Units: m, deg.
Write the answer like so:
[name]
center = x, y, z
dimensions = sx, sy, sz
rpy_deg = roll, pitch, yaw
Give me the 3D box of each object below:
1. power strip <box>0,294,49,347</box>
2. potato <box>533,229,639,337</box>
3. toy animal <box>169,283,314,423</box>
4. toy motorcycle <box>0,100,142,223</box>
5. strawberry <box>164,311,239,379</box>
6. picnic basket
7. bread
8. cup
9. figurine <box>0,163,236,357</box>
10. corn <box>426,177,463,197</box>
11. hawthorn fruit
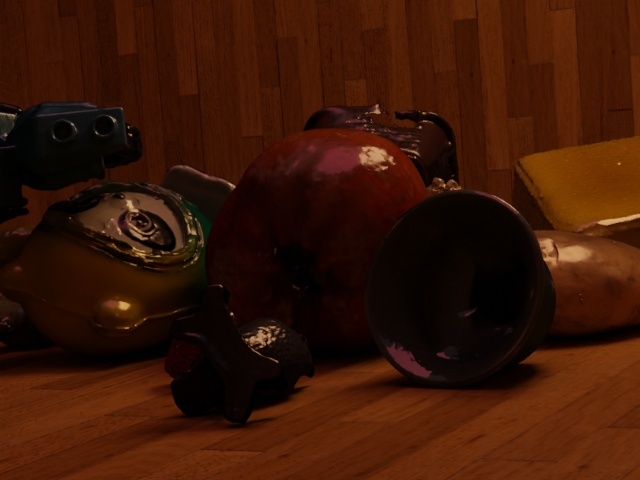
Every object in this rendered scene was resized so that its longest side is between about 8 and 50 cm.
[power strip]
center = -0.334, 0.072, 2.149
dimensions = 0.092, 0.066, 0.387
rpy_deg = 9, 20, 28
[potato]
center = 0.299, 0.055, 1.788
dimensions = 0.235, 0.128, 0.161
rpy_deg = -2, 18, -41
[toy animal]
center = -0.069, 0.132, 1.491
dimensions = 0.117, 0.121, 0.210
rpy_deg = -47, -21, 5
[toy motorcycle]
center = -0.419, -0.098, 1.810
dimensions = 0.416, 0.172, 0.232
rpy_deg = -5, -8, -5
[strawberry]
center = -0.121, 0.117, 1.628
dimensions = 0.096, 0.083, 0.083
rpy_deg = -33, -3, 14
[picnic basket]
center = 0.072, -0.017, 1.995
dimensions = 0.223, 0.296, 0.129
rpy_deg = 2, 22, 5
[bread]
center = 0.436, -0.027, 2.056
dimensions = 0.324, 0.143, 0.333
rpy_deg = -8, 22, -2
[cup]
center = 0.167, 0.061, 1.576
dimensions = 0.199, 0.199, 0.150
rpy_deg = -1, -13, 33
[figurine]
center = -0.238, 0.036, 1.949
dimensions = 0.324, 0.231, 0.340
rpy_deg = 21, 24, 24
[corn]
center = 0.197, 0.019, 1.877
dimensions = 0.087, 0.211, 0.087
rpy_deg = -37, 22, 18
[hawthorn fruit]
center = 0.000, 0.000, 1.791
dimensions = 0.284, 0.284, 0.284
rpy_deg = -4, 4, 0
